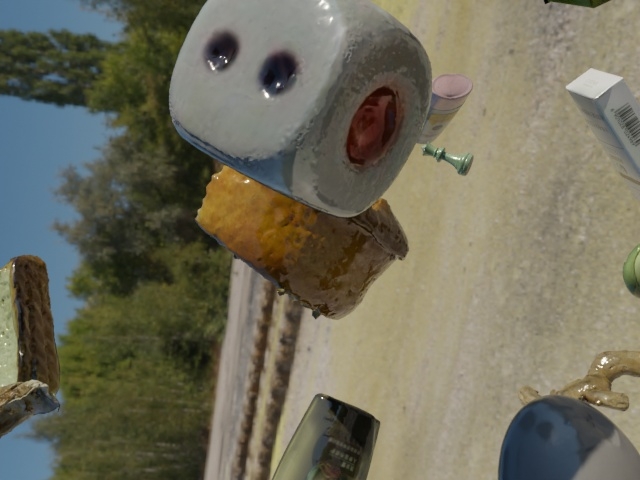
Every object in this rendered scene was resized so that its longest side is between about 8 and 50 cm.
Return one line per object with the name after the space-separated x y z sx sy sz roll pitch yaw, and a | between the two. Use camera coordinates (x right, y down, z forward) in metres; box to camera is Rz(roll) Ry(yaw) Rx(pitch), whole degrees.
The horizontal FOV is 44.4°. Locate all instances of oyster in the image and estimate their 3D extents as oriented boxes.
-0.280 0.153 0.708 0.051 0.093 0.034 60 -176 -49 | oyster

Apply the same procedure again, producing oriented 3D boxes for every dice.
-0.016 -0.144 0.773 0.193 0.191 0.194 16 -77 -60 | dice

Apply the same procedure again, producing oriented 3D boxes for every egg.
0.294 0.292 0.903 0.176 0.176 0.232 149 108 -79 | egg

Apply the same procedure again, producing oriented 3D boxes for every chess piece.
0.221 -0.148 1.384 0.042 0.093 0.042 -54 -21 -31 | chess piece

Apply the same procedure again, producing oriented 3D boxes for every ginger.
0.496 0.272 1.410 0.149 0.258 0.065 -125 21 -61 | ginger

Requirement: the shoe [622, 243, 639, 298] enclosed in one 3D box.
0.791 0.032 1.719 0.140 0.262 0.128 56 -172 -11 | shoe

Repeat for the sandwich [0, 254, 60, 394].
-0.489 0.163 1.113 0.087 0.251 0.226 33 -142 -58 | sandwich

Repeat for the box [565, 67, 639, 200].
0.313 -0.098 0.792 0.040 0.154 0.084 -37 16 7 | box

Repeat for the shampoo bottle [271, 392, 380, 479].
-0.027 0.394 1.084 0.084 0.125 0.350 105 -170 -68 | shampoo bottle

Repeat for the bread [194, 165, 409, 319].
0.000 0.000 1.044 0.194 0.179 0.340 -49 -33 1 | bread

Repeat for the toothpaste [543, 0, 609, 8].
0.484 -0.441 1.154 0.110 0.327 0.077 44 159 61 | toothpaste

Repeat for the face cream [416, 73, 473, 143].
0.216 -0.242 1.461 0.198 0.084 0.057 117 143 -73 | face cream
